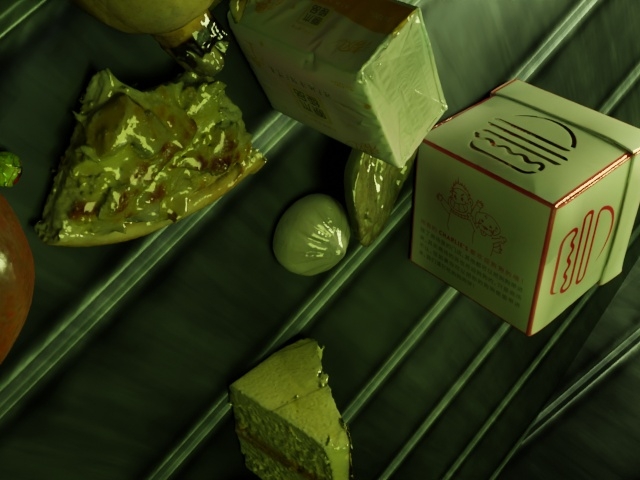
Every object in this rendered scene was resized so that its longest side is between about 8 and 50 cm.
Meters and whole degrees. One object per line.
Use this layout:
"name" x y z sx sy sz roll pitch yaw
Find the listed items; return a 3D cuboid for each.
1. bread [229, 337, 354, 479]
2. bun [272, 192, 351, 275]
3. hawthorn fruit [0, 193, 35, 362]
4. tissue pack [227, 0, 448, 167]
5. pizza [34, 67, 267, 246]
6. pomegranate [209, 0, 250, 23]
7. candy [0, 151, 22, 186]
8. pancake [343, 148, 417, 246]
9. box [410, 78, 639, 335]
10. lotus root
"bread" 0.001 0.334 1.385 0.198 0.236 0.263 -35 140 -30
"bun" 0.000 0.000 1.255 0.138 0.094 0.138 -28 134 -33
"hawthorn fruit" -0.366 0.048 0.749 0.210 0.210 0.262 -42 167 -23
"tissue pack" 0.022 -0.217 0.994 0.124 0.225 0.185 -51 146 -12
"pizza" -0.182 -0.105 0.951 0.323 0.089 0.223 -27 138 -39
"pomegranate" -0.057 -0.332 0.847 0.198 0.198 0.246 2 133 -53
"candy" -0.350 -0.091 0.800 0.035 0.035 0.123 -49 137 6
"pancake" 0.089 -0.102 1.299 0.242 0.050 0.241 -43 142 -48
"box" 0.375 -0.068 1.484 0.300 0.314 0.312 -31 137 -31
"lotus root" -0.172 -0.275 0.741 0.183 0.183 0.310 -48 145 -16
